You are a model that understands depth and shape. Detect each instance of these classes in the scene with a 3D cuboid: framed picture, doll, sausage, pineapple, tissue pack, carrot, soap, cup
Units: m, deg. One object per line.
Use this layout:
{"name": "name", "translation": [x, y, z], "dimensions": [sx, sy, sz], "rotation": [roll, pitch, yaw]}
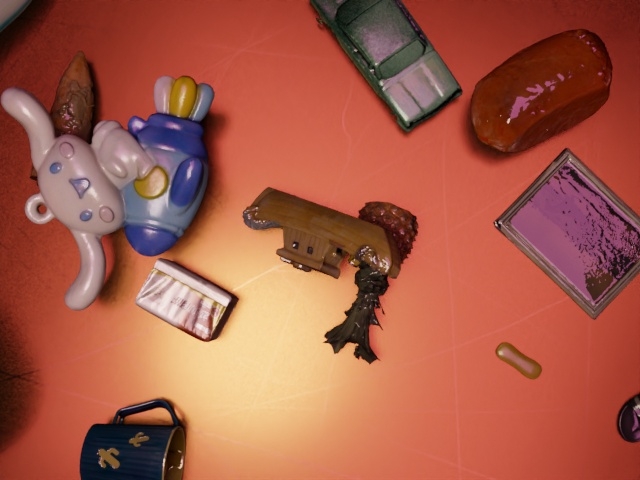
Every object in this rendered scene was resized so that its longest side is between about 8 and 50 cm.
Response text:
{"name": "framed picture", "translation": [0.469, -0.014, 1.659], "dimensions": [0.252, 0.014, 0.197], "rotation": [44, 89, 4]}
{"name": "doll", "translation": [-0.325, -0.107, 1.569], "dimensions": [0.365, 0.187, 0.376], "rotation": [-18, 119, -10]}
{"name": "sausage", "translation": [0.383, -0.260, 1.609], "dimensions": [0.268, 0.153, 0.141], "rotation": [-30, 64, 0]}
{"name": "pineapple", "translation": [0.084, 0.073, 1.619], "dimensions": [0.130, 0.119, 0.277], "rotation": [9, 79, 47]}
{"name": "tissue pack", "translation": [-0.235, 0.107, 1.630], "dimensions": [0.148, 0.106, 0.099], "rotation": [28, 87, 4]}
{"name": "carrot", "translation": [-0.458, -0.217, 1.671], "dimensions": [0.102, 0.102, 0.263], "rotation": [9, 83, 3]}
{"name": "soap", "translation": [0.356, 0.215, 1.647], "dimensions": [0.089, 0.012, 0.034], "rotation": [34, 88, 4]}
{"name": "cup", "translation": [-0.325, 0.364, 1.616], "dimensions": [0.155, 0.131, 0.176], "rotation": [4, 57, 6]}

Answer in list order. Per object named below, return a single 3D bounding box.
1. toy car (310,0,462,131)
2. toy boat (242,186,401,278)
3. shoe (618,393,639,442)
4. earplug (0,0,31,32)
{"name": "toy car", "translation": [0.112, -0.357, 1.654], "dimensions": [0.141, 0.097, 0.321], "rotation": [-35, 85, 0]}
{"name": "toy boat", "translation": [0.000, 0.000, 1.570], "dimensions": [0.321, 0.089, 0.121], "rotation": [22, 87, 36]}
{"name": "shoe", "translation": [0.602, 0.288, 1.615], "dimensions": [0.179, 0.049, 0.071], "rotation": [-34, 85, 0]}
{"name": "earplug", "translation": [-0.620, -0.434, 1.659], "dimensions": [0.324, 0.185, 0.185], "rotation": [-42, 86, -7]}
